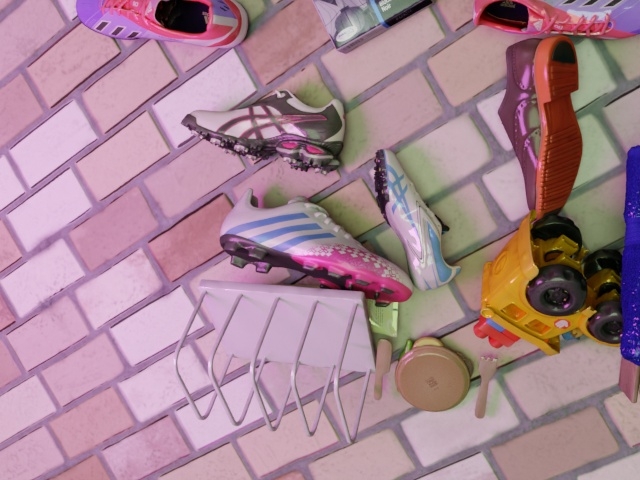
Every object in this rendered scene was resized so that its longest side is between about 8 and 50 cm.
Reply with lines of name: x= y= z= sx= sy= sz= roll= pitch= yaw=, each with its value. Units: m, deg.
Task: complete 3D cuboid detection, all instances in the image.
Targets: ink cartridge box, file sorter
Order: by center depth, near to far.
ink cartridge box: x=0.029 y=-0.476 z=1.071 sx=0.165 sy=0.065 sz=0.332 roll=-26 pitch=90 yaw=20
file sorter: x=-0.070 y=0.196 z=1.118 sx=0.278 sy=0.173 sz=0.192 roll=4 pitch=135 yaw=17

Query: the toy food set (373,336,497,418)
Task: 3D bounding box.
toy food set: x=0.187 y=0.223 z=1.159 sx=0.192 sy=0.038 sz=0.132 roll=9 pitch=109 yaw=10

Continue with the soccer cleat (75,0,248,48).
soccer cleat: x=-0.282 y=-0.382 z=1.155 sx=0.319 sy=0.116 sz=0.108 roll=13 pitch=103 yaw=15

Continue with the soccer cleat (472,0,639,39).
soccer cleat: x=0.337 y=-0.315 z=0.975 sx=0.248 sy=0.095 sz=0.083 roll=15 pitch=140 yaw=18

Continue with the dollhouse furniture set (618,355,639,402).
dollhouse furniture set: x=0.534 y=0.187 z=0.997 sx=0.151 sy=0.144 sz=0.123 roll=1 pitch=105 yaw=3

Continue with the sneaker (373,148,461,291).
sneaker: x=0.148 y=-0.038 z=1.106 sx=0.086 sy=0.085 sz=0.237 roll=-22 pitch=88 yaw=-7

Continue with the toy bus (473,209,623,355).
toy bus: x=0.338 y=0.097 z=1.031 sx=0.220 sy=0.149 sz=0.211 roll=30 pitch=128 yaw=-9

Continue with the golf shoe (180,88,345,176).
golf shoe: x=-0.091 y=-0.190 z=1.151 sx=0.273 sy=0.105 sz=0.120 roll=13 pitch=87 yaw=9

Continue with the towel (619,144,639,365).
towel: x=0.513 y=0.024 z=0.909 sx=0.228 sy=0.076 sz=0.308 roll=10 pitch=73 yaw=3

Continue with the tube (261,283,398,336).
tube: x=0.013 y=0.111 z=1.181 sx=0.240 sy=0.062 sz=0.070 roll=1 pitch=128 yaw=14

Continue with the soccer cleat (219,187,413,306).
soccer cleat: x=0.000 y=0.000 z=1.129 sx=0.332 sy=0.116 sz=0.143 roll=16 pitch=67 yaw=10

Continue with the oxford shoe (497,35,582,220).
oxford shoe: x=0.321 y=-0.162 z=1.034 sx=0.098 sy=0.097 sz=0.271 roll=16 pitch=115 yaw=49
